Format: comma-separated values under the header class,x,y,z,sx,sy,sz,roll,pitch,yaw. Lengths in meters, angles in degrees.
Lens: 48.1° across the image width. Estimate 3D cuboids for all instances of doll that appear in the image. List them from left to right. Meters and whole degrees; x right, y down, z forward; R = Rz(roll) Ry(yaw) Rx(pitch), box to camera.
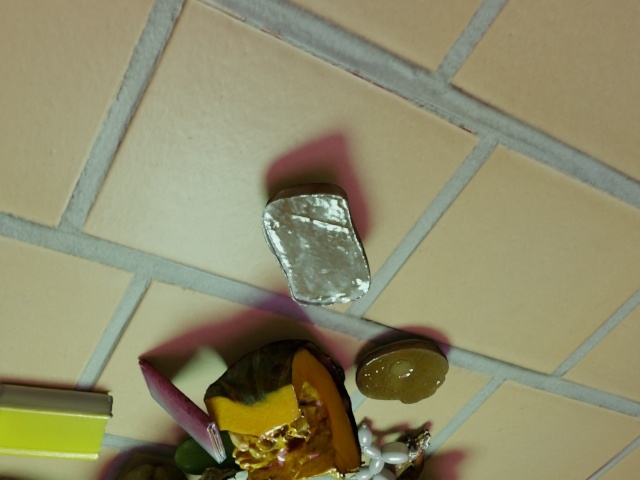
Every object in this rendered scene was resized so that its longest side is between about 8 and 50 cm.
class,x,y,z,sx,sy,sz,roll,pitch,yaw
doll,0.119,0.502,1.673,0.160,0.059,0.161,15,112,0

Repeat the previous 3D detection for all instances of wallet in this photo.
class,x,y,z,sx,sy,sz,roll,pitch,yaw
wallet,-0.268,0.323,1.376,0.025,0.232,0.119,-36,137,-29

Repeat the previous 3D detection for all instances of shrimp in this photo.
class,x,y,z,sx,sy,sz,roll,pitch,yaw
shrimp,0.204,0.556,1.769,0.154,0.062,0.294,3,133,-29

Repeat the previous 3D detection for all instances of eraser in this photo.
class,x,y,z,sx,sy,sz,roll,pitch,yaw
eraser,-0.544,0.368,1.439,0.226,0.069,0.158,11,127,-20

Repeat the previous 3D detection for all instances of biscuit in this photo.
class,x,y,z,sx,sy,sz,roll,pitch,yaw
biscuit,0.172,0.274,1.527,0.208,0.049,0.181,11,126,-20

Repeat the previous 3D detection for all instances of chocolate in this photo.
class,x,y,z,sx,sy,sz,roll,pitch,yaw
chocolate,-0.002,-0.001,1.243,0.157,0.080,0.254,-8,130,14

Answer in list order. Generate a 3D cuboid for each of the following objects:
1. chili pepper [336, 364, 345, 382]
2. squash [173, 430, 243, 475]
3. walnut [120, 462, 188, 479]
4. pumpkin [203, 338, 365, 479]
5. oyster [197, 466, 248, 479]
class,x,y,z,sx,sy,sz,roll,pitch,yaw
chili pepper,0.018,0.305,1.535,0.055,0.035,0.118,36,125,-20
squash,-0.133,0.450,1.578,0.378,0.101,0.101,-7,130,-6
walnut,-0.370,0.635,1.575,0.227,0.283,0.283,4,128,-17
pumpkin,-0.065,0.344,1.403,0.225,0.256,0.303,-18,100,14
oyster,-0.209,0.571,1.504,0.259,0.092,0.198,-12,111,-47
